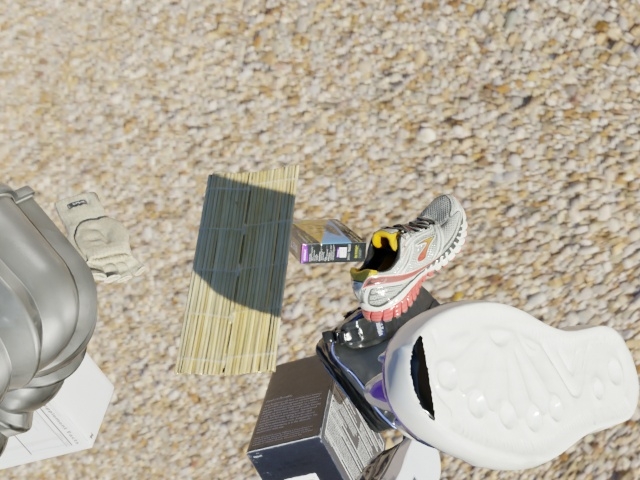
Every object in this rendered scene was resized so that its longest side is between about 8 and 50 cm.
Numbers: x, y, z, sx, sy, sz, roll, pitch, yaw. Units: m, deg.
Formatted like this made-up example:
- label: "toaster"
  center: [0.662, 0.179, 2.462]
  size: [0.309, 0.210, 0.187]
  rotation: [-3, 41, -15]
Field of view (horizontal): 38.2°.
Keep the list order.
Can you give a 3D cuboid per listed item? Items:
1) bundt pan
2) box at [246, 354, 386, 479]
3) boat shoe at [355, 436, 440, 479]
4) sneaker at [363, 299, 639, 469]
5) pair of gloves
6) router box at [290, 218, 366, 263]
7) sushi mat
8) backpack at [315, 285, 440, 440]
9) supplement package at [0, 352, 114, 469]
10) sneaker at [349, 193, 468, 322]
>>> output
- label: "bundt pan"
  center: [-0.300, 0.117, 0.728]
  size: [0.124, 0.331, 0.331]
  rotation: [40, 113, 3]
- label: "box"
  center: [0.002, 0.453, 2.014]
  size: [0.182, 0.294, 0.296]
  rotation: [-17, 115, 19]
- label: "boat shoe"
  center: [0.077, 0.381, 1.306]
  size: [0.102, 0.301, 0.108]
  rotation: [-26, 101, 31]
- label: "sneaker"
  center: [0.101, 0.136, 0.800]
  size: [0.236, 0.323, 0.130]
  rotation: [-19, 73, 42]
- label: "pair of gloves"
  center: [-0.416, 0.025, 1.433]
  size: [0.204, 0.240, 0.042]
  rotation: [44, 145, 35]
- label: "router box"
  center: [0.000, 0.000, 1.846]
  size: [0.179, 0.133, 0.046]
  rotation: [-139, 50, -66]
- label: "sushi mat"
  center: [-0.115, 0.039, 1.305]
  size: [0.151, 0.019, 0.316]
  rotation: [-2, 65, 19]
- label: "backpack"
  center: [0.149, 0.228, 1.860]
  size: [0.276, 0.263, 0.213]
  rotation: [55, 158, -5]
- label: "supplement package"
  center: [-0.484, 0.268, 1.496]
  size: [0.244, 0.134, 0.139]
  rotation: [-16, 124, 18]
- label: "sneaker"
  center: [0.124, 0.009, 1.273]
  size: [0.088, 0.225, 0.093]
  rotation: [4, 133, 47]
